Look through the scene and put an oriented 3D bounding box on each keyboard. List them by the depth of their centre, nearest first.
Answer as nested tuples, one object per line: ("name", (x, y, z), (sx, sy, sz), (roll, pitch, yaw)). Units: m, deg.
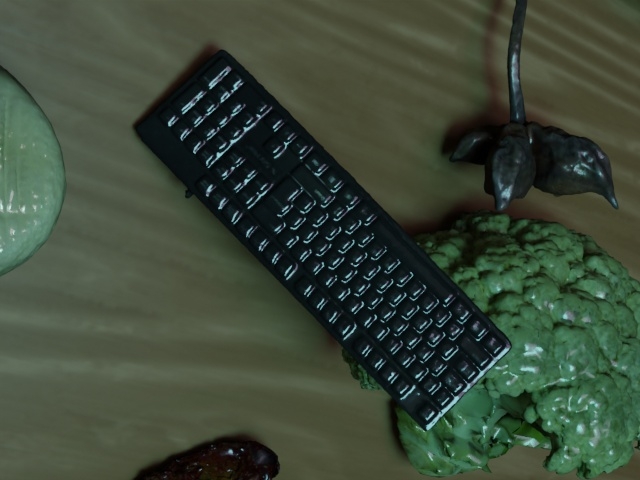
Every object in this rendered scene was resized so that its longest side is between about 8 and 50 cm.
("keyboard", (0.000, 0.000, 0.835), (0.101, 0.018, 0.310), (-44, 87, -4))

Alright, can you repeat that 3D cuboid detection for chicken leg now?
("chicken leg", (-0.119, 0.225, 0.904), (0.205, 0.053, 0.093), (-19, 125, -24))

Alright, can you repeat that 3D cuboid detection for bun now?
("bun", (-0.259, -0.046, 0.713), (0.188, 0.111, 0.164), (0, 84, -38))

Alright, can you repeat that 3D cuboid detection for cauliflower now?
("cauliflower", (0.161, 0.108, 0.982), (0.272, 0.275, 0.250), (-34, 160, -52))

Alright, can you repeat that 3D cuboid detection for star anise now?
("star anise", (0.197, -0.155, 0.963), (0.218, 0.148, 0.227), (-55, 151, -62))
